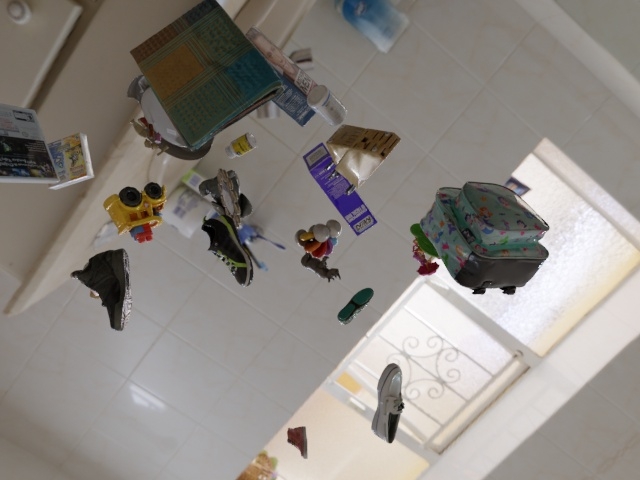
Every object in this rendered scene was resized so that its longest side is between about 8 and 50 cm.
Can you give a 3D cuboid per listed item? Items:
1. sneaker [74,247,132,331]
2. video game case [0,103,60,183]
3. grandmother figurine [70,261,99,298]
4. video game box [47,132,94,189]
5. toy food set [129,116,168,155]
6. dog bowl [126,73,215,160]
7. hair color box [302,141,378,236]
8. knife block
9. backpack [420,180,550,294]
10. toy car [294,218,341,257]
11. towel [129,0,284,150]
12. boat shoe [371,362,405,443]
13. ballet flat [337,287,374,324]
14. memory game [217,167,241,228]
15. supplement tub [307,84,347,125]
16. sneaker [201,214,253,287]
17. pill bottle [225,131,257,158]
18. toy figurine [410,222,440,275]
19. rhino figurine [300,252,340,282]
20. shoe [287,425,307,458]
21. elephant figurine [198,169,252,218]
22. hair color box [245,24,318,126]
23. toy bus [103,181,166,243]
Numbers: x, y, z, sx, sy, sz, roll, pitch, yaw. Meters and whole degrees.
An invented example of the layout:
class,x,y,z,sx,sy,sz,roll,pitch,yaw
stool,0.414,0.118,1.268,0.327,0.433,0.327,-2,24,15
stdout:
class,x,y,z,sx,sy,sz,roll,pitch,yaw
sneaker,-0.595,0.141,1.292,0.087,0.130,0.228,126,-44,-81
video game case,-0.651,-0.203,0.975,0.022,0.173,0.190,-20,180,16
grandmother figurine,-0.845,0.153,1.787,0.342,0.207,0.104,135,-37,-61
video game box,-1.055,-0.328,1.952,0.205,0.187,0.048,-14,178,15
toy food set,-0.505,-0.311,1.382,0.019,0.122,0.078,-13,-149,32
dog bowl,-0.519,-0.461,1.698,0.349,0.348,0.102,-40,-164,50
hair color box,0.075,-0.196,1.810,0.110,0.339,0.185,-36,-153,9
knife block,0.126,-0.216,1.383,0.275,0.242,0.088,21,-117,40
backpack,0.358,-0.026,1.059,0.254,0.225,0.191,-119,-142,-47
toy car,0.000,0.000,1.880,0.159,0.136,0.182,-17,-177,43
towel,-0.285,-0.417,1.147,0.271,0.370,0.040,-35,157,-2
boat shoe,0.205,0.459,1.317,0.075,0.083,0.226,25,-67,51
ballet flat,0.139,0.261,1.844,0.188,0.070,0.070,-38,-175,-19
memory game,-0.273,-0.126,1.399,0.012,0.186,0.186,-18,177,-21
supplement tub,0.018,-0.377,1.312,0.071,0.107,0.071,-16,-119,31
sneaker,-0.271,0.034,1.320,0.097,0.235,0.084,-13,157,-38
pill bottle,-0.305,-0.361,1.794,0.116,0.065,0.065,-24,-159,20
toy figurine,0.365,0.049,1.633,0.130,0.173,0.159,-30,147,-32
rhino figurine,0.004,0.125,2.245,0.073,0.243,0.106,-5,123,-59
shoe,-0.094,0.811,1.879,0.178,0.081,0.064,-113,-158,-76
elephant figurine,-0.336,-0.129,1.755,0.169,0.240,0.186,-18,-171,10
hair color box,-0.151,-0.584,1.672,0.105,0.347,0.174,-39,-155,31
toy bus,-0.675,-0.097,1.786,0.220,0.212,0.149,-23,177,-44
